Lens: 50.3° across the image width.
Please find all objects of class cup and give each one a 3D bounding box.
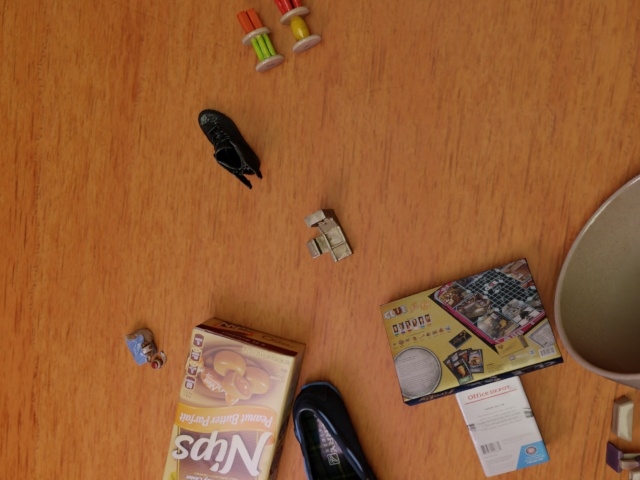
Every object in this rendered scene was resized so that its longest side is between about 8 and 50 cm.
[{"bbox_3d":[0.523,0.079,0.906,0.237,0.331,0.331,30,103,-18],"label":"cup"}]

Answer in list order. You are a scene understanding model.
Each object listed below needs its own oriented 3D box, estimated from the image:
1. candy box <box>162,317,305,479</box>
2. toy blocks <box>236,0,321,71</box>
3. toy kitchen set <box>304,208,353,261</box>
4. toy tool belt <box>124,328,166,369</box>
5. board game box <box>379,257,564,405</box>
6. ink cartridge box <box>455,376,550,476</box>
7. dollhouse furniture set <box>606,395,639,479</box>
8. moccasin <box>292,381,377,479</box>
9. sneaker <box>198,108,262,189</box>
[{"bbox_3d":[-0.152,0.312,1.176,0.183,0.087,0.316,14,98,11],"label":"candy box"},{"bbox_3d":[-0.082,-0.368,1.109,0.123,0.054,0.148,-24,90,14],"label":"toy blocks"},{"bbox_3d":[0.000,0.000,1.116,0.068,0.075,0.083,-27,85,15],"label":"toy kitchen set"},{"bbox_3d":[-0.320,0.200,1.223,0.052,0.051,0.083,-31,88,14],"label":"toy tool belt"},{"bbox_3d":[0.228,0.143,1.057,0.243,0.042,0.165,-19,62,15],"label":"board game box"},{"bbox_3d":[0.282,0.270,1.085,0.104,0.060,0.180,-20,91,14],"label":"ink cartridge box"},{"bbox_3d":[0.497,0.302,1.035,0.081,0.091,0.114,1,93,-2],"label":"dollhouse furniture set"},{"bbox_3d":[0.022,0.411,1.130,0.138,0.117,0.341,-26,90,15],"label":"moccasin"},{"bbox_3d":[-0.153,-0.155,1.129,0.051,0.089,0.170,-42,86,13],"label":"sneaker"}]
